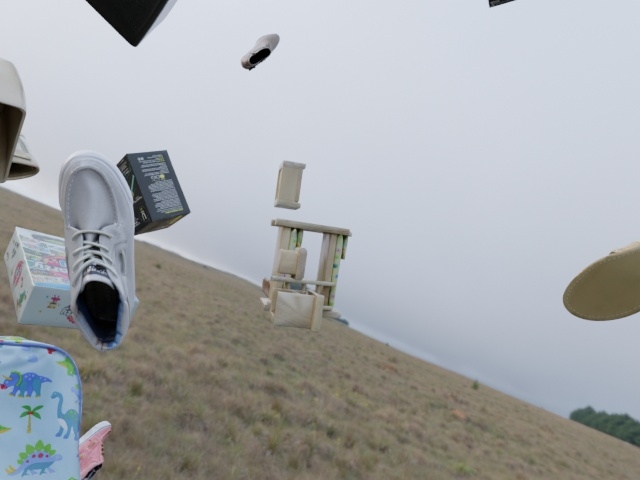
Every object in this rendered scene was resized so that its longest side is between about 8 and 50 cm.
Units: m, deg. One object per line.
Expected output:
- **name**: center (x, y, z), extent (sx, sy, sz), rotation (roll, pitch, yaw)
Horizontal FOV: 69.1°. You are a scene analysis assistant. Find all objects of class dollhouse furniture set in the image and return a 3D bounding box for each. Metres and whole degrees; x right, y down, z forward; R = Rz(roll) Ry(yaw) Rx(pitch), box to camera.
- **dollhouse furniture set**: center (0.000, 0.000, 0.530), extent (0.101, 0.181, 0.161), rotation (8, -1, -13)

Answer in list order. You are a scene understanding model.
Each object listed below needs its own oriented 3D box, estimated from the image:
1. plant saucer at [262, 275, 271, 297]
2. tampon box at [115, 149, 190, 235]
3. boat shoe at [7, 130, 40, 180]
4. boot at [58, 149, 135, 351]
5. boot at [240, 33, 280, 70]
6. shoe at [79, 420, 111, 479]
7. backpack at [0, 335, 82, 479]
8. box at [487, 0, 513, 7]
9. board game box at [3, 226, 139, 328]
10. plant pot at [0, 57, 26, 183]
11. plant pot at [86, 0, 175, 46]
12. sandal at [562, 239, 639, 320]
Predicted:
- **plant saucer**: center (-0.112, 0.188, 1.356), extent (0.198, 0.036, 0.198), rotation (49, -9, 10)
- **tampon box**: center (-0.395, -0.109, 1.073), extent (0.120, 0.160, 0.101), rotation (-22, -2, 44)
- **boat shoe**: center (-0.564, -0.122, 0.709), extent (0.098, 0.109, 0.302), rotation (58, 16, -6)
- **boot**: center (-0.291, 0.018, 0.619), extent (0.095, 0.258, 0.123), rotation (-9, 25, -18)
- **boot**: center (-0.124, -0.412, 1.011), extent (0.042, 0.118, 0.087), rotation (50, -5, -29)
- **shoe**: center (-0.524, 0.488, 1.065), extent (0.081, 0.063, 0.178), rotation (34, 11, 7)
- **backpack**: center (-0.469, 0.313, 0.647), extent (0.290, 0.273, 0.355), rotation (15, 30, -34)
- **box**: center (0.255, -0.375, 0.634), extent (0.062, 0.052, 0.083), rotation (-8, -53, 20)
- **board game box**: center (-0.589, 0.093, 1.090), extent (0.224, 0.097, 0.303), rotation (19, 11, -44)
- **plant pot**: center (-0.365, -0.140, 0.471), extent (0.109, 0.096, 0.109), rotation (15, -47, -35)
- **plant pot**: center (-0.299, -0.469, 0.758), extent (0.167, 0.188, 0.187), rotation (-32, -58, 22)
- **sandal**: center (0.468, 0.035, 0.660), extent (0.079, 0.240, 0.088), rotation (1, 48, -50)
